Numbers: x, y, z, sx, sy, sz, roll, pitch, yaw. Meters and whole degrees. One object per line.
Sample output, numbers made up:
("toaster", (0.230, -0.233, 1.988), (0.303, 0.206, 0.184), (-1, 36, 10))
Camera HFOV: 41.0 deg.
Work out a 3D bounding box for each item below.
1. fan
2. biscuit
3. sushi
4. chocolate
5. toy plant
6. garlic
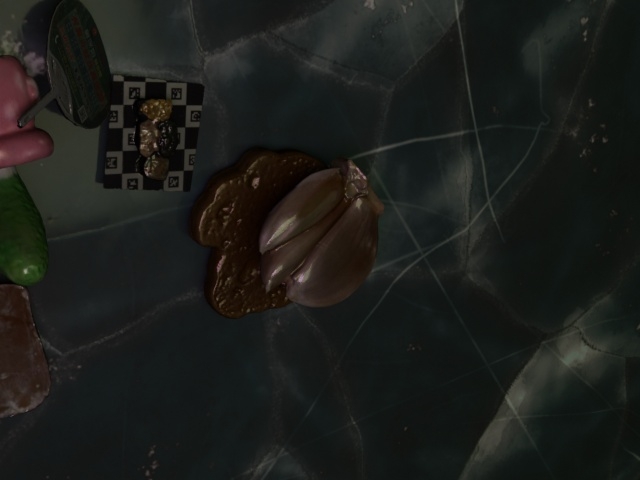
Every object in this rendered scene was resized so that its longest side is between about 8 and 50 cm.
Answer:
("fan", (-0.420, -0.261, 1.468), (0.223, 0.012, 0.295), (62, 32, -60))
("biscuit", (-0.104, -0.009, 1.778), (0.381, 0.074, 0.359), (-49, 120, -7))
("sushi", (-0.301, -0.194, 1.615), (0.192, 0.050, 0.215), (-1, 105, -38))
("chocolate", (-0.585, 0.194, 1.567), (0.156, 0.080, 0.254), (-11, 108, -10))
("toy plant", (-0.537, -0.117, 1.396), (0.210, 0.317, 0.356), (-9, 100, -19))
("garlic", (0.000, 0.000, 1.731), (0.325, 0.132, 0.279), (-49, 122, -13))
